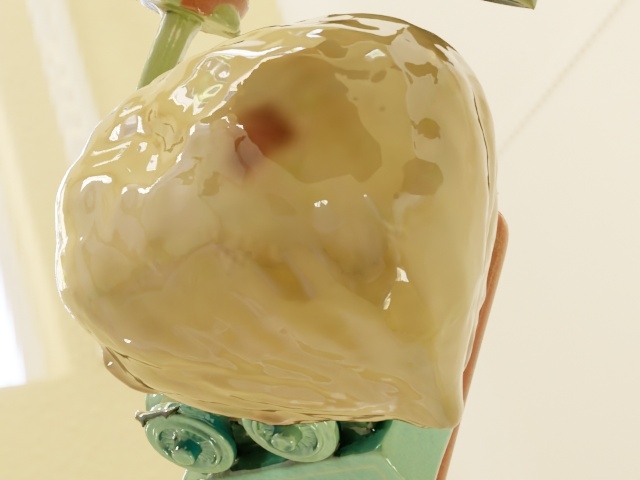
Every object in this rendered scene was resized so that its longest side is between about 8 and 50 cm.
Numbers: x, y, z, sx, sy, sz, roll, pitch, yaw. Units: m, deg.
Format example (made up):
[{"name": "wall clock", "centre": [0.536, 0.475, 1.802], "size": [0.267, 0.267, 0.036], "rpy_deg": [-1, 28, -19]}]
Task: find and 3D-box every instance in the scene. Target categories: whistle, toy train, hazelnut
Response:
[{"name": "whistle", "centre": [-0.112, -0.254, 1.765], "size": [0.131, 0.106, 0.288], "rpy_deg": [129, -20, -86]}, {"name": "toy train", "centre": [-0.015, 0.125, 1.243], "size": [0.203, 0.163, 0.112], "rpy_deg": [-13, -142, 38]}, {"name": "hazelnut", "centre": [0.000, 0.000, 0.988], "size": [0.241, 0.261, 0.261], "rpy_deg": [67, -30, 17]}]

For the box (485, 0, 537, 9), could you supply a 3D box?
[{"name": "box", "centre": [0.106, -0.301, 1.377], "size": [0.195, 0.177, 0.148], "rpy_deg": [-67, 160, -14]}]

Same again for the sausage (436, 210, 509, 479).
[{"name": "sausage", "centre": [0.093, 0.126, 1.508], "size": [0.053, 0.053, 0.348], "rpy_deg": [13, -93, 63]}]
